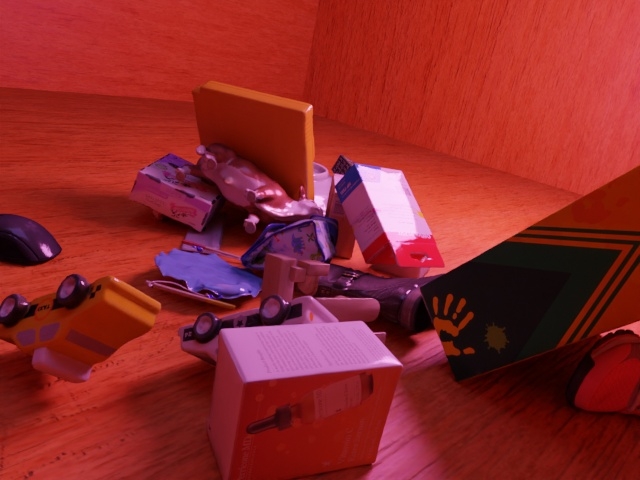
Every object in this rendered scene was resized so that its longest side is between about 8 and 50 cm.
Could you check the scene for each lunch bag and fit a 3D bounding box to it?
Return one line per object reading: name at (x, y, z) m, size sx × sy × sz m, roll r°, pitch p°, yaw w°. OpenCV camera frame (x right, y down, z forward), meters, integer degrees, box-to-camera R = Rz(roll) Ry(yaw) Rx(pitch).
lunch bag at (-0.059, 0.014, 0.998) m, size 0.151 × 0.096 × 0.129 m, roll -18°, pitch -2°, yaw 12°
lunch bag at (0.000, 0.000, 1.105) m, size 0.067 × 0.098 × 0.065 m, roll 15°, pitch 37°, yaw 4°

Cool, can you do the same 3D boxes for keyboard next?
keyboard at (-0.245, -0.023, 1.158) m, size 0.072 × 0.014 × 0.256 m, roll 3°, pitch 20°, yaw -7°

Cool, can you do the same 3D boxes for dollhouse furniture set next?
dollhouse furniture set at (0.002, 0.102, 0.781) m, size 0.123 × 0.144 × 0.151 m, roll 4°, pitch 5°, yaw -35°

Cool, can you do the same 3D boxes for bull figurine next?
bull figurine at (-0.146, -0.104, 1.129) m, size 0.310 × 0.101 × 0.188 m, roll 32°, pitch 18°, yaw 9°

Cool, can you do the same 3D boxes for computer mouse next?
computer mouse at (-0.568, -0.012, 0.862) m, size 0.262 × 0.060 × 0.184 m, roll 14°, pitch 18°, yaw 10°

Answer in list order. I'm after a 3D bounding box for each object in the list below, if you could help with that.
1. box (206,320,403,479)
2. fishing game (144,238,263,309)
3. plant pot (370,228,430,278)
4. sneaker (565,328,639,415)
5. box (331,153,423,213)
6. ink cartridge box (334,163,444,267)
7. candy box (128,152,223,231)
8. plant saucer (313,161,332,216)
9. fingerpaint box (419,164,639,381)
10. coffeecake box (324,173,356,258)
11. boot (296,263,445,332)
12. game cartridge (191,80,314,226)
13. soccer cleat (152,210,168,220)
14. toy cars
box at (-0.021, 0.165, 0.563) m, size 0.170 × 0.130 × 0.091 m, roll 0°, pitch 23°, yaw -26°
fishing game at (-0.185, 0.062, 0.909) m, size 0.189 × 0.041 × 0.264 m, roll 16°, pitch 12°, yaw -10°
plant pot at (0.183, 0.017, 1.156) m, size 0.109 × 0.096 × 0.109 m, roll 19°, pitch 20°, yaw 19°
sneaker at (0.496, 0.208, 0.766) m, size 0.313 × 0.116 × 0.136 m, roll 2°, pitch 24°, yaw -23°
box at (0.154, -0.144, 1.544) m, size 0.216 × 0.060 × 0.270 m, roll 28°, pitch 14°, yaw -18°
ink cartridge box at (0.132, -0.030, 1.042) m, size 0.134 × 0.078 × 0.231 m, roll 3°, pitch 56°, yaw -37°
candy box at (-0.299, -0.110, 1.188) m, size 0.164 × 0.070 × 0.196 m, roll 26°, pitch 19°, yaw -5°
plant saucer at (-0.090, -0.170, 1.529) m, size 0.400 × 0.101 × 0.400 m, roll 10°, pitch 19°, yaw -3°
fingerpaint box at (0.439, 0.042, 0.805) m, size 0.444 × 0.371 × 0.163 m, roll -5°, pitch 67°, yaw -38°
coffeecake box at (0.049, -0.060, 1.226) m, size 0.068 × 0.142 × 0.185 m, roll 10°, pitch 19°, yaw -3°
boot at (0.111, 0.079, 0.961) m, size 0.229 × 0.091 × 0.263 m, roll 14°, pitch 10°, yaw 32°
game cartridge at (-0.143, -0.186, 1.224) m, size 0.285 × 0.324 × 0.053 m, roll 19°, pitch 45°, yaw 20°
soccer cleat at (-0.332, -0.064, 1.196) m, size 0.035 × 0.029 × 0.083 m, roll 28°, pitch 29°, yaw 30°
toy cars at (-0.175, 0.119, 0.616) m, size 0.393 × 0.176 × 0.087 m, roll 7°, pitch 57°, yaw -12°
